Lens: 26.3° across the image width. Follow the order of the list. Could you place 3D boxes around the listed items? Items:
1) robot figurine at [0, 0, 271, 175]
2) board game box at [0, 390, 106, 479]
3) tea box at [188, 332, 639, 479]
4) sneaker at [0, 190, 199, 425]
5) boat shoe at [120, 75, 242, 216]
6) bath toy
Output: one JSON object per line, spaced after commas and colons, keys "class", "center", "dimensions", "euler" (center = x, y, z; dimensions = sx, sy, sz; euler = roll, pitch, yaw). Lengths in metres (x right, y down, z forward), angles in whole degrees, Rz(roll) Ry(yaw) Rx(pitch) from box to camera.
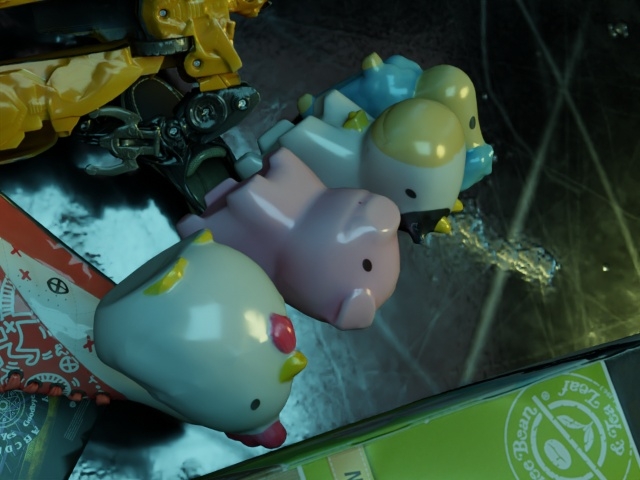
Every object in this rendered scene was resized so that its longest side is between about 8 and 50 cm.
{"class": "robot figurine", "center": [-0.177, -0.142, 0.881], "dimensions": [0.291, 0.085, 0.211], "euler": [-11, 110, -13]}
{"class": "board game box", "center": [-0.219, 0.129, 0.874], "dimensions": [0.126, 0.026, 0.186], "euler": [29, 70, -10]}
{"class": "tea box", "center": [0.076, 0.203, 0.791], "dimensions": [0.323, 0.329, 0.220], "euler": [-17, 83, -22]}
{"class": "sneaker", "center": [-0.190, 0.067, 0.843], "dimensions": [0.270, 0.090, 0.145], "euler": [40, 83, -16]}
{"class": "boat shoe", "center": [-0.083, -0.055, 0.953], "dimensions": [0.056, 0.049, 0.152], "euler": [-36, 90, -23]}
{"class": "bath toy", "center": [0.000, 0.000, 0.852], "dimensions": [0.129, 0.151, 0.348], "euler": [55, 39, -12]}
